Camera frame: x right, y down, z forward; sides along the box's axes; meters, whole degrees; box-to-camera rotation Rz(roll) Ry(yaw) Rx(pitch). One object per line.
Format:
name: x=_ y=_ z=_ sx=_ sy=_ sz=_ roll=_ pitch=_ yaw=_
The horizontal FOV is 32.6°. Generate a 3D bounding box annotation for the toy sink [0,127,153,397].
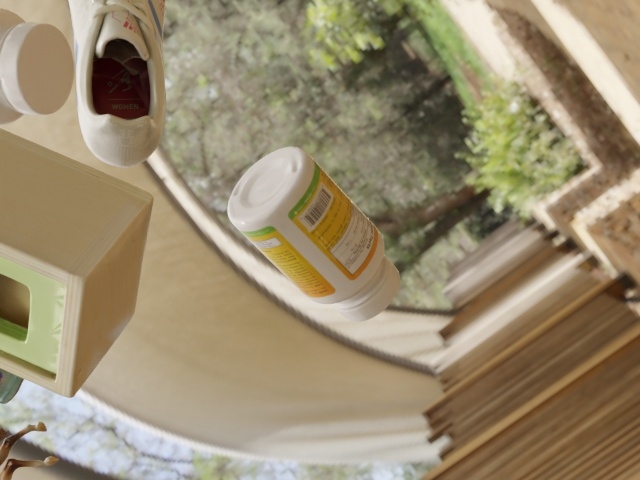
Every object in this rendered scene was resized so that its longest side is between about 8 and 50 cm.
toy sink: x=-0.280 y=0.006 z=0.925 sx=0.234 sy=0.152 sz=0.131 roll=24 pitch=-138 yaw=6

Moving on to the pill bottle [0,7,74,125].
pill bottle: x=-0.573 y=-0.280 z=1.750 sx=0.188 sy=0.334 sz=0.187 roll=7 pitch=-90 yaw=-67

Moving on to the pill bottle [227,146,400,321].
pill bottle: x=0.000 y=0.000 z=1.482 sx=0.245 sy=0.136 sz=0.136 roll=46 pitch=-170 yaw=-32

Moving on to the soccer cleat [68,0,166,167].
soccer cleat: x=-0.220 y=-0.247 z=1.210 sx=0.143 sy=0.116 sz=0.331 roll=133 pitch=130 yaw=-71

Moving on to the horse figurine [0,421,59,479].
horse figurine: x=-0.420 y=0.357 z=1.486 sx=0.263 sy=0.175 sz=0.066 roll=67 pitch=173 yaw=-22

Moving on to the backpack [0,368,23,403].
backpack: x=-0.431 y=0.097 z=1.303 sx=0.191 sy=0.253 sz=0.225 roll=33 pitch=178 yaw=-22
